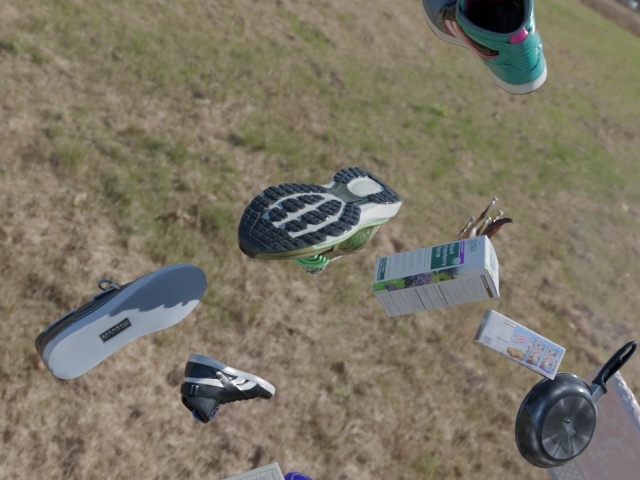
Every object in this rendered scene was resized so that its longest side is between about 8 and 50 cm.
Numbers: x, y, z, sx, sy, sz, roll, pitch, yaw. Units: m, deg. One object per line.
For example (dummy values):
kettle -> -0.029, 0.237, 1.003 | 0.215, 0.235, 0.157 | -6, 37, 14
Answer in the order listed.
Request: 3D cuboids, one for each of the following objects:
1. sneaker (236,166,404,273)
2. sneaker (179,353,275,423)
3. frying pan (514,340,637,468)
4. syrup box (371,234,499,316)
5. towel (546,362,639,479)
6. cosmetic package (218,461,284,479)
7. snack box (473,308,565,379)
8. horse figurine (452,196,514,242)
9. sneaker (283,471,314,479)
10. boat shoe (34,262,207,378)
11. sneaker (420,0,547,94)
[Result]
sneaker -> 0.000, 0.000, 1.351 | 0.158, 0.182, 0.410 | 35, 30, 25
sneaker -> -0.196, 0.318, 1.554 | 0.217, 0.121, 0.079 | 30, -22, -34
frying pan -> 0.525, 0.340, 1.521 | 0.326, 0.197, 0.053 | -15, 15, -20
syrup box -> 0.232, 0.073, 1.539 | 0.096, 0.237, 0.093 | 58, 30, -36
towel -> 0.667, 0.508, 1.861 | 0.053, 0.317, 0.331 | -3, 60, -41
cosmetic package -> -0.218, 0.625, 1.698 | 0.310, 0.113, 0.160 | -12, 54, -19
snack box -> 0.366, 0.191, 1.404 | 0.178, 0.064, 0.022 | 28, -9, -17
horse figurine -> 0.340, 0.000, 1.723 | 0.066, 0.174, 0.263 | 35, -13, 0
sneaker -> 0.038, 0.646, 1.859 | 0.293, 0.146, 0.102 | 39, 35, 18
boat shoe -> -0.346, 0.123, 1.335 | 0.306, 0.113, 0.105 | -36, 40, -21
sneaker -> 0.252, -0.382, 1.253 | 0.295, 0.124, 0.178 | 51, -4, 33
